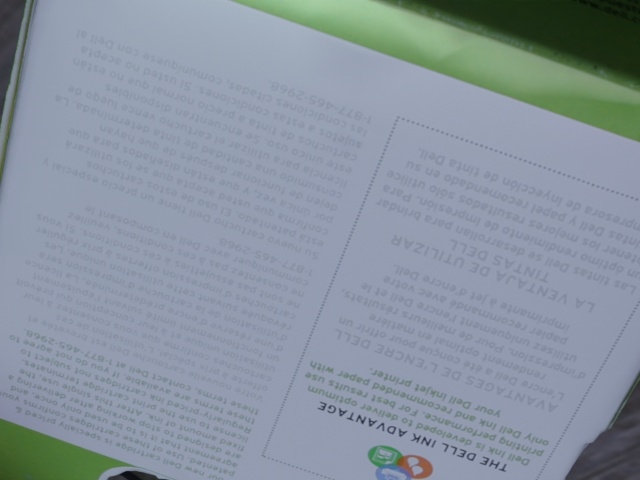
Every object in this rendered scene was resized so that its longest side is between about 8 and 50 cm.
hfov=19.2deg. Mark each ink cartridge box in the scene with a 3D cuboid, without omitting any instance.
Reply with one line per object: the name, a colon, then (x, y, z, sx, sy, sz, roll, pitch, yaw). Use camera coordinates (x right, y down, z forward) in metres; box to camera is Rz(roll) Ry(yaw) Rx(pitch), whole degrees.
ink cartridge box: (0.000, 0.000, 0.567, 0.189, 0.097, 0.255, 19, 134, -2)
